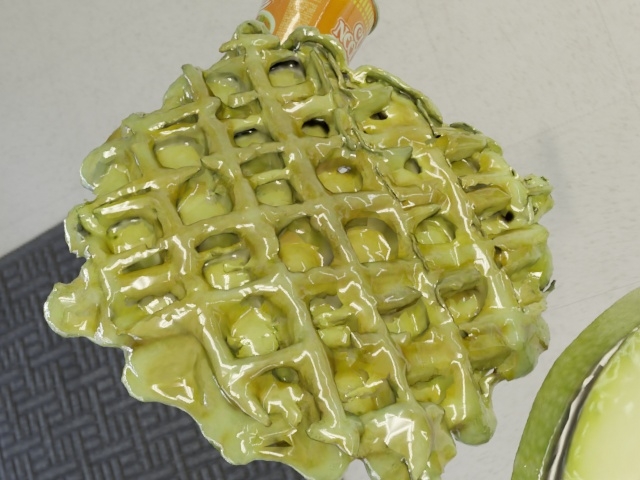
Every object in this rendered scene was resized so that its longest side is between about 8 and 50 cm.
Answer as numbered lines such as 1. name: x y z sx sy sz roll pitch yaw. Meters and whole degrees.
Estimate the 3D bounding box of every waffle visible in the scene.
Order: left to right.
1. waffle: 0.000 0.000 0.596 0.317 0.073 0.297 27 62 7

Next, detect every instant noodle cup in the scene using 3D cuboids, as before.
1. instant noodle cup: -0.030 -0.250 1.237 0.168 0.168 0.185 10 63 28

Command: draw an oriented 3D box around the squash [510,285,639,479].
1. squash: 0.215 0.136 0.472 0.252 0.049 0.252 0 90 -13
